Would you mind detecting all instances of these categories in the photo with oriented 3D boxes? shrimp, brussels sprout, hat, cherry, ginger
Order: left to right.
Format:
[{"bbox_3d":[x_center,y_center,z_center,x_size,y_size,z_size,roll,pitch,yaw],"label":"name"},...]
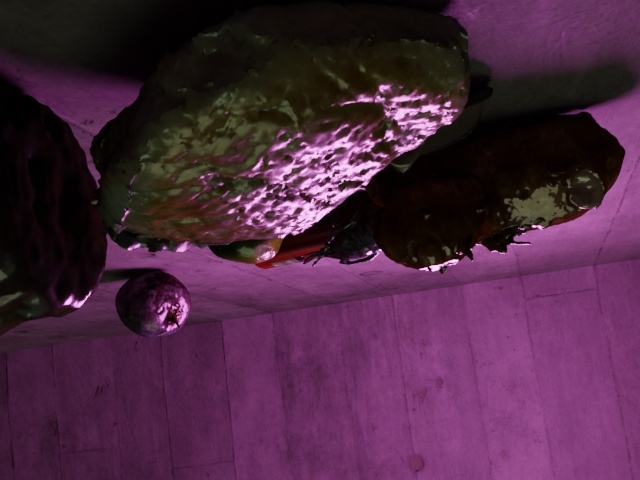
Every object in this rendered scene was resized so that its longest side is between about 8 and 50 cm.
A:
[{"bbox_3d":[-0.439,0.166,2.347,0.195,0.195,0.195,-7,170,-1],"label":"cherry"},{"bbox_3d":[-0.143,-0.014,1.729,0.155,0.117,0.155,-5,-169,1],"label":"brussels sprout"},{"bbox_3d":[0.108,-0.029,1.722,0.172,0.137,0.372,20,154,-32],"label":"shrimp"},{"bbox_3d":[0.145,-0.173,1.225,0.175,0.085,0.147,-28,164,-17],"label":"hat"},{"bbox_3d":[0.268,-0.065,1.408,0.419,0.254,0.176,-9,136,9],"label":"ginger"}]

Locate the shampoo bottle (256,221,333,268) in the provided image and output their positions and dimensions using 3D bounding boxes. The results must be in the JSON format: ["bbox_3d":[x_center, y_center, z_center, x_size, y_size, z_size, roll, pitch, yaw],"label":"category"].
[{"bbox_3d":[0.000,0.001,2.008,0.314,0.076,0.118,-12,166,23],"label":"shampoo bottle"}]

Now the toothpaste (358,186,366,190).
[{"bbox_3d":[0.046,-0.110,1.541,0.196,0.047,0.040,1,-178,-37],"label":"toothpaste"}]

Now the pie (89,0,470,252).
[{"bbox_3d":[-0.057,-0.133,1.014,0.395,0.180,0.418,-5,159,-41],"label":"pie"}]

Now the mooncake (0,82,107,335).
[{"bbox_3d":[-0.366,-0.035,1.019,0.161,0.290,0.290,-13,169,12],"label":"mooncake"}]
